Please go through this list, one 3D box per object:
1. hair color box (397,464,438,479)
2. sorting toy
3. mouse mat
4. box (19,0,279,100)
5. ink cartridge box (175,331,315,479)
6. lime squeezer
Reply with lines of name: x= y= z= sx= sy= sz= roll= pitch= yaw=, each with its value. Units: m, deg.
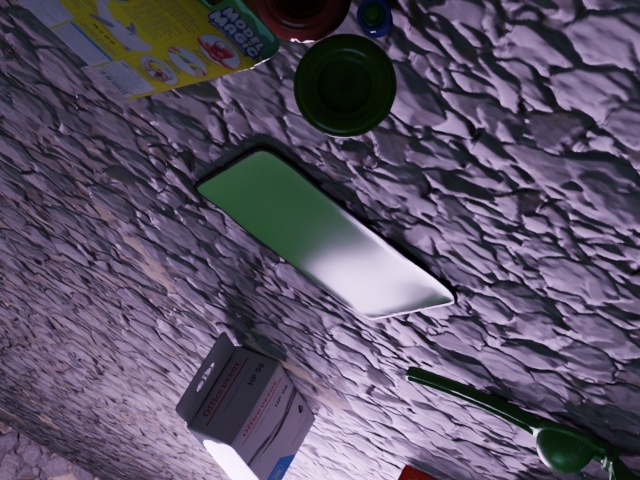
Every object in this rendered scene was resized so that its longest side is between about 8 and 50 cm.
hair color box: x=0.148 y=0.307 z=1.308 sx=0.141 sy=0.043 sz=0.072 roll=24 pitch=156 yaw=14
sorting toy: x=0.009 y=-0.102 z=0.596 sx=0.042 sy=0.061 sz=0.102 roll=-18 pitch=-95 yaw=-82
mouse mat: x=0.000 y=0.000 z=0.891 sx=0.189 sy=0.007 sz=0.152 roll=39 pitch=157 yaw=-16
box: x=-0.097 y=-0.138 z=0.674 sx=0.105 sy=0.043 sz=0.179 roll=43 pitch=157 yaw=-28
ink cartridge box: x=-0.076 y=0.187 z=1.253 sx=0.060 sy=0.104 sz=0.180 roll=19 pitch=155 yaw=28
lime squeezer: x=0.199 y=0.201 z=0.957 sx=0.310 sy=0.110 sz=0.059 roll=54 pitch=-173 yaw=25
